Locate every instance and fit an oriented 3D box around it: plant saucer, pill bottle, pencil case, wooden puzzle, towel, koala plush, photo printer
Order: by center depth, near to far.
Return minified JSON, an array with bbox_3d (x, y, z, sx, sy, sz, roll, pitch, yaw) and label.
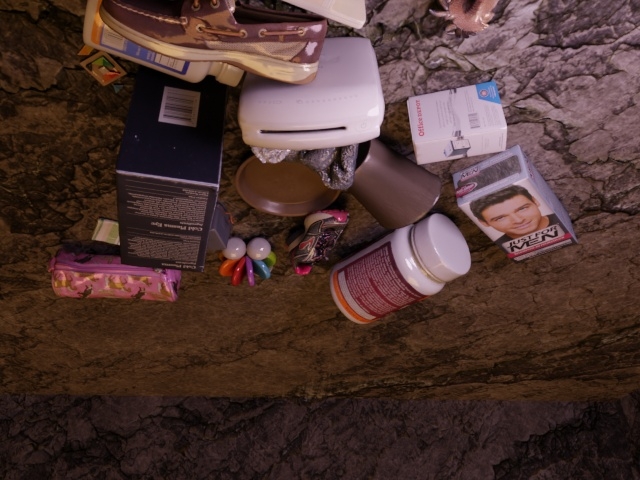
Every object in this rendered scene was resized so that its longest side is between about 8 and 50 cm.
[{"bbox_3d":[-0.265,-0.376,0.953,0.271,0.152,0.152,14,144,-23],"label":"pill bottle"},{"bbox_3d":[-0.016,-0.270,0.973,0.255,0.308,0.107,-2,129,4],"label":"photo printer"},{"bbox_3d":[-0.451,-0.356,1.104,0.078,0.014,0.116,-21,142,28],"label":"wooden puzzle"},{"bbox_3d":[-0.029,-0.213,1.141,0.221,0.196,0.203,8,125,4],"label":"koala plush"},{"bbox_3d":[-0.083,-0.157,1.388,0.277,0.041,0.278,-1,146,-1],"label":"plant saucer"},{"bbox_3d":[0.233,0.087,1.596,0.224,0.224,0.392,25,139,-34],"label":"pill bottle"},{"bbox_3d":[-0.604,-0.015,1.609,0.152,0.023,0.113,17,143,-25],"label":"towel"},{"bbox_3d":[-0.639,0.110,1.680,0.385,0.160,0.167,3,117,-4],"label":"pencil case"}]

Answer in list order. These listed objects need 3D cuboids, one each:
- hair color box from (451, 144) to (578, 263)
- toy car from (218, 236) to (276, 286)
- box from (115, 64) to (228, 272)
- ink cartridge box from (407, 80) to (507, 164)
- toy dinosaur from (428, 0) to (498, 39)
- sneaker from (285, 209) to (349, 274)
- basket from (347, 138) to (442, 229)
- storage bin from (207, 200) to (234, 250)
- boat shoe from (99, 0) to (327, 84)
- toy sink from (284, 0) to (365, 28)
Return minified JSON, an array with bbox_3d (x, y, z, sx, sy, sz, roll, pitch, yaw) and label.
[{"bbox_3d":[0.532,-0.082,1.444,0.185,0.114,0.374,-25,139,32],"label":"hair color box"},{"bbox_3d":[-0.228,0.078,1.653,0.181,0.136,0.159,1,146,-2],"label":"toy car"},{"bbox_3d":[-0.303,-0.160,1.104,0.178,0.343,0.312,7,145,-14],"label":"box"},{"bbox_3d":[0.293,-0.254,1.155,0.190,0.140,0.082,-8,148,13],"label":"ink cartridge box"},{"bbox_3d":[0.239,-0.450,0.883,0.200,0.127,0.295,-22,136,40],"label":"toy dinosaur"},{"bbox_3d":[0.000,0.000,1.533,0.120,0.112,0.299,0,155,-27],"label":"sneaker"},{"bbox_3d":[0.147,-0.150,1.310,0.226,0.154,0.204,32,137,-34],"label":"basket"},{"bbox_3d":[-0.299,-0.036,1.521,0.098,0.091,0.135,-6,147,8],"label":"storage bin"},{"bbox_3d":[-0.155,-0.344,0.817,0.341,0.123,0.123,12,130,-13],"label":"boat shoe"},{"bbox_3d":[-0.012,-0.461,0.827,0.234,0.153,0.131,14,144,-19],"label":"toy sink"}]
